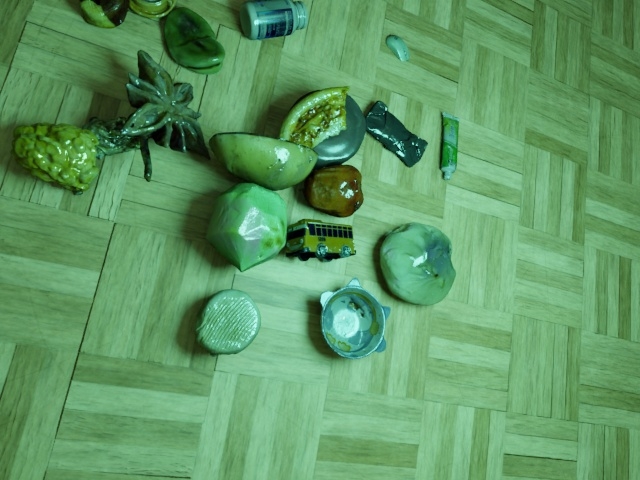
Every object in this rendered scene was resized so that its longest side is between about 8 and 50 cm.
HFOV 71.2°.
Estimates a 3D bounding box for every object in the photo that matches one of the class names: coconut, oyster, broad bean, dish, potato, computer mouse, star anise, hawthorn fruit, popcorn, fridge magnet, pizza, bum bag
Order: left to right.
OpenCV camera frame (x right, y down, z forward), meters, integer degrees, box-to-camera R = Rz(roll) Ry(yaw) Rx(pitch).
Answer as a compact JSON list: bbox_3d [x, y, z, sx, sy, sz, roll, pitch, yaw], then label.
[{"bbox_3d":[-0.627,-0.212,1.073,0.194,0.140,0.163,36,97,-7],"label":"popcorn"},{"bbox_3d":[-0.538,-0.278,1.174,0.165,0.053,0.109,-14,90,-25],"label":"oyster"},{"bbox_3d":[-0.482,-0.699,1.261,0.143,0.063,0.143,2,84,-19],"label":"fridge magnet"},{"bbox_3d":[-0.414,-0.319,1.164,0.292,0.108,0.350,-14,87,-52],"label":"star anise"},{"bbox_3d":[-0.366,-0.571,1.291,0.153,0.072,0.207,-38,84,-25],"label":"broad bean"},{"bbox_3d":[-0.192,-0.029,1.191,0.204,0.236,0.236,5,78,7],"label":"coconut"},{"bbox_3d":[-0.159,-0.199,1.218,0.298,0.239,0.116,10,85,-25],"label":"potato"},{"bbox_3d":[-0.012,-0.343,1.258,0.271,0.056,0.134,-30,85,-12],"label":"pizza"},{"bbox_3d":[0.043,-0.143,1.322,0.179,0.173,0.174,-9,85,-23],"label":"hawthorn fruit"},{"bbox_3d":[0.092,0.235,1.319,0.227,0.086,0.236,-27,91,-24],"label":"dish"},{"bbox_3d":[0.253,-0.353,1.492,0.248,0.060,0.123,32,71,-15],"label":"bum bag"},{"bbox_3d":[0.279,-0.678,1.570,0.056,0.032,0.110,-44,98,-21],"label":"computer mouse"}]

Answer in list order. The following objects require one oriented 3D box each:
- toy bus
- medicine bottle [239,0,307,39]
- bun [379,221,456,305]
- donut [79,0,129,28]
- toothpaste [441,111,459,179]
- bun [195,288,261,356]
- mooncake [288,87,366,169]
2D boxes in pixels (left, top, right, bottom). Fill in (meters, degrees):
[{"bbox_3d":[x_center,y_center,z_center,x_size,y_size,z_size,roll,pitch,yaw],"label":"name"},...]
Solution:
[{"bbox_3d":[0.000,0.000,1.284,0.200,0.098,0.114,4,76,-41],"label":"toy bus"},{"bbox_3d":[-0.141,-0.680,1.367,0.191,0.107,0.107,-19,89,-23],"label":"medicine bottle"},{"bbox_3d":[0.312,0.070,1.391,0.272,0.168,0.273,4,82,-28],"label":"bun"},{"bbox_3d":[-0.585,-0.644,1.199,0.140,0.059,0.141,0,84,-3],"label":"donut"},{"bbox_3d":[0.455,-0.332,1.577,0.078,0.047,0.248,13,75,-21],"label":"toothpaste"},{"bbox_3d":[-0.248,0.218,1.176,0.173,0.113,0.167,-22,83,-22],"label":"bun"},{"bbox_3d":[0.010,-0.333,1.354,0.244,0.133,0.245,3,82,-20],"label":"mooncake"}]
